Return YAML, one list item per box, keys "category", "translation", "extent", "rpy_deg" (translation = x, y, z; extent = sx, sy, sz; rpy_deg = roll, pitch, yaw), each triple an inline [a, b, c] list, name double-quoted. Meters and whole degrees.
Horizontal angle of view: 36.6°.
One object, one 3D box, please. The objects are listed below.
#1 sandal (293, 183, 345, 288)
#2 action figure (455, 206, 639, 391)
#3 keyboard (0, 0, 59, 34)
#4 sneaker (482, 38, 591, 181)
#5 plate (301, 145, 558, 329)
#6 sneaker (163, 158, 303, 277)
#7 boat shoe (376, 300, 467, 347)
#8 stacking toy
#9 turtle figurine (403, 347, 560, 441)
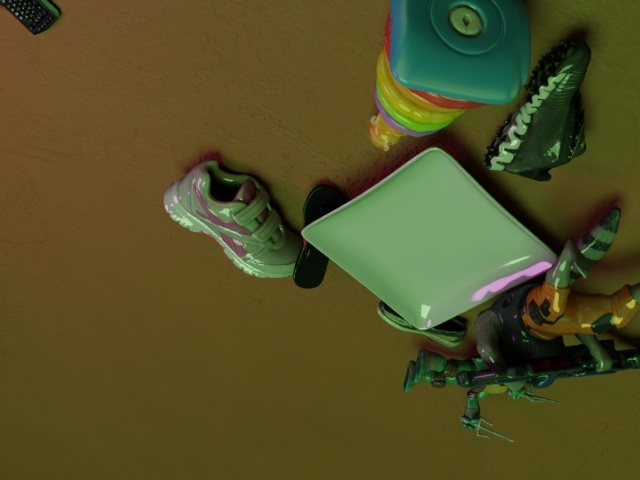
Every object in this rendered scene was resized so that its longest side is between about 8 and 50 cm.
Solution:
- category: "sandal"
  translation: [0.000, 0.000, 1.488]
  extent: [0.067, 0.040, 0.179]
  rpy_deg: [6, 113, -14]
- category: "action figure"
  translation: [0.359, 0.106, 1.385]
  extent: [0.341, 0.179, 0.330]
  rpy_deg: [1, 153, -33]
- category: "keyboard"
  translation: [-0.477, -0.369, 1.402]
  extent: [0.192, 0.038, 0.100]
  rpy_deg: [45, 136, -19]
- category: "sneaker"
  translation: [0.295, -0.154, 1.205]
  extent: [0.106, 0.078, 0.234]
  rpy_deg: [24, 143, -1]
- category: "plate"
  translation: [0.160, -0.002, 1.421]
  extent: [0.277, 0.045, 0.278]
  rpy_deg: [39, 131, -23]
- category: "sneaker"
  translation: [-0.118, -0.034, 1.514]
  extent: [0.252, 0.103, 0.111]
  rpy_deg: [31, 136, -12]
- category: "boat shoe"
  translation: [0.167, 0.124, 1.572]
  extent: [0.152, 0.056, 0.049]
  rpy_deg: [20, 134, -8]
- category: "stacking toy"
  translation: [0.124, -0.191, 1.209]
  extent: [0.165, 0.175, 0.302]
  rpy_deg: [8, 156, -13]
- category: "turtle figurine"
  translation: [0.262, 0.240, 1.589]
  extent: [0.234, 0.118, 0.175]
  rpy_deg: [14, 138, -2]
